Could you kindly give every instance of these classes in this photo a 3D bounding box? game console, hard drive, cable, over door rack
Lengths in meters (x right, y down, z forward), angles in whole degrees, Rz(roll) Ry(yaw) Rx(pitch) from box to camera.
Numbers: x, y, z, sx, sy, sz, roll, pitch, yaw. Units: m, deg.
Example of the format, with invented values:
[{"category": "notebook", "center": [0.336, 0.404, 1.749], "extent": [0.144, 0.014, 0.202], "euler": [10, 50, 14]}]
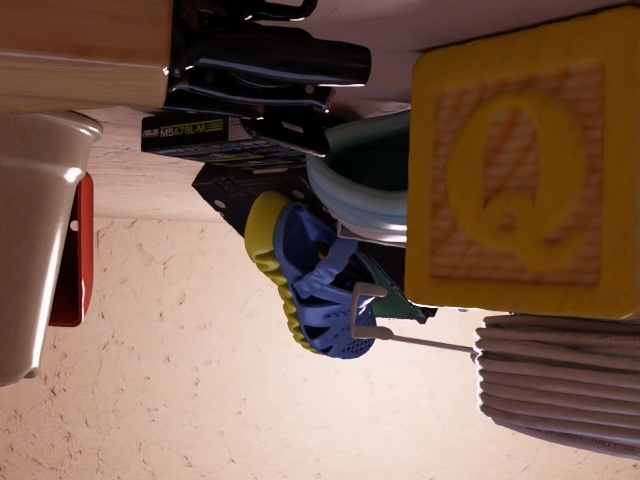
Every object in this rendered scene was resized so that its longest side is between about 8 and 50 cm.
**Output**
[{"category": "game console", "center": [-0.064, -0.108, 0.722], "extent": [0.071, 0.107, 0.122], "euler": [-30, 163, 25]}, {"category": "hard drive", "center": [0.000, 0.000, 1.279], "extent": [0.236, 0.064, 0.339], "euler": [-1, 141, 46]}, {"category": "cable", "center": [0.244, 0.101, 0.654], "extent": [0.257, 0.089, 0.257], "euler": [1, 178, 16]}, {"category": "over door rack", "center": [0.160, 0.083, 0.986], "extent": [0.324, 0.108, 0.239], "euler": [20, -155, -13]}]

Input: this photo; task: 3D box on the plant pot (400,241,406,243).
[{"category": "plant pot", "center": [0.101, -0.055, 1.314], "extent": [0.134, 0.134, 0.095], "euler": [0, -153, 47]}]

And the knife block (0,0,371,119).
[{"category": "knife block", "center": [-0.107, -0.114, 0.380], "extent": [0.242, 0.088, 0.275], "euler": [0, 176, 33]}]

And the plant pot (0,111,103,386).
[{"category": "plant pot", "center": [-0.429, 0.007, 1.012], "extent": [0.333, 0.306, 0.334], "euler": [2, 178, 0]}]

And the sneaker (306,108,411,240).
[{"category": "sneaker", "center": [0.155, -0.064, 0.820], "extent": [0.365, 0.135, 0.150], "euler": [-6, 163, 21]}]

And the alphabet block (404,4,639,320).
[{"category": "alphabet block", "center": [0.196, -0.040, 0.632], "extent": [0.197, 0.193, 0.193], "euler": [6, 174, -40]}]

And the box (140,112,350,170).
[{"category": "box", "center": [-0.068, -0.110, 0.966], "extent": [0.190, 0.045, 0.184], "euler": [-1, 179, 39]}]

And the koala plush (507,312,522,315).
[{"category": "koala plush", "center": [0.196, -0.043, 1.176], "extent": [0.221, 0.203, 0.196], "euler": [28, 178, -30]}]

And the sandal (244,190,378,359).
[{"category": "sandal", "center": [0.018, 0.064, 1.175], "extent": [0.138, 0.126, 0.317], "euler": [6, 148, 31]}]

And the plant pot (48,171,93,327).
[{"category": "plant pot", "center": [-0.519, -0.012, 1.551], "extent": [0.267, 0.267, 0.236], "euler": [3, -170, 1]}]
